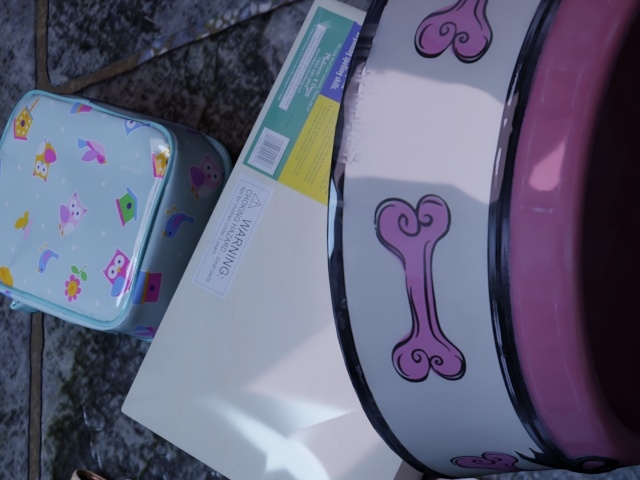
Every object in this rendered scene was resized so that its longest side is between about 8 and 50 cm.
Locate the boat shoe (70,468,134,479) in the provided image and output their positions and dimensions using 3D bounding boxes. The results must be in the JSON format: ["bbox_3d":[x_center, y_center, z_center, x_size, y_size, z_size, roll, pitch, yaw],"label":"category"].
[{"bbox_3d":[-0.184,0.249,1.561,0.170,0.063,0.059,10,90,43],"label":"boat shoe"}]

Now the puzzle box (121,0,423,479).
[{"bbox_3d":[0.025,0.022,1.408,0.272,0.052,0.409,27,93,32],"label":"puzzle box"}]

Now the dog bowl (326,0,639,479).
[{"bbox_3d":[0.177,-0.032,1.110,0.150,0.408,0.408,8,82,33],"label":"dog bowl"}]

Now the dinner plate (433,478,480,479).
[{"bbox_3d":[0.107,0.257,1.332,0.141,0.017,0.141,-13,70,38],"label":"dinner plate"}]

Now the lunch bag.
[{"bbox_3d":[-0.218,-0.022,1.643,0.279,0.108,0.224,17,94,45],"label":"lunch bag"}]
